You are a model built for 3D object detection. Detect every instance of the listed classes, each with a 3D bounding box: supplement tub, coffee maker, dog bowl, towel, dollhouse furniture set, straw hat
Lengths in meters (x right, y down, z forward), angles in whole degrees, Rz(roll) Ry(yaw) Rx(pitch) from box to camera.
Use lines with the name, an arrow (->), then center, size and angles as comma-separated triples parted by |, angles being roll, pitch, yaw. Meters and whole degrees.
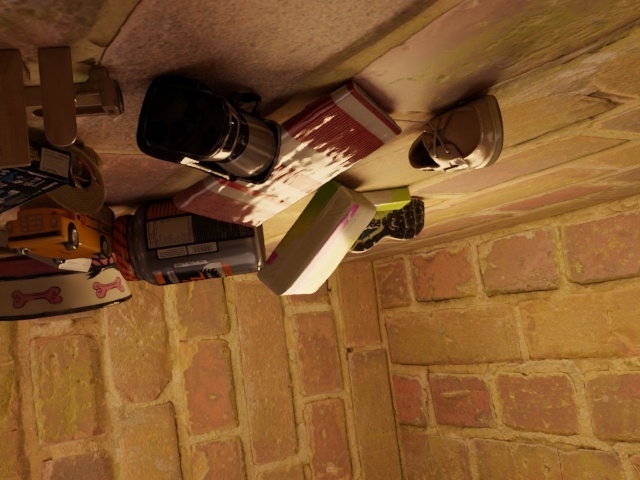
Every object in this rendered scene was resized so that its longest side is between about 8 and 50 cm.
supplement tub -> -0.291, -0.003, 1.480 | 0.316, 0.193, 0.193 | -8, 173, 1
coffee maker -> -0.161, -0.137, 0.864 | 0.171, 0.120, 0.178 | -10, 172, 19
dog bowl -> -0.738, 0.110, 1.806 | 0.408, 0.150, 0.408 | -5, -175, 0
towel -> -0.046, -0.127, 1.045 | 0.329, 0.037, 0.237 | -31, 163, 17
dollhouse furniture set -> -0.302, -0.129, 0.746 | 0.144, 0.123, 0.151 | -7, 173, -11
straw hat -> -0.373, -0.113, 1.015 | 0.144, 0.144, 0.061 | -13, -149, 36

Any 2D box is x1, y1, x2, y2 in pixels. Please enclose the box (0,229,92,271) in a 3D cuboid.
box -> -0.671, 0.026, 1.576 | 0.186, 0.038, 0.145 | 21, 177, 9

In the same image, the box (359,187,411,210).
box -> 0.145, -0.104, 1.775 | 0.178, 0.042, 0.109 | -7, 172, -9

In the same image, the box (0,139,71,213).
box -> -0.498, -0.099, 0.943 | 0.220, 0.051, 0.175 | -14, 161, 37

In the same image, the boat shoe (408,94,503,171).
boat shoe -> 0.225, -0.169, 1.121 | 0.098, 0.109, 0.302 | -9, 178, -7

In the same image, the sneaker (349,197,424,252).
sneaker -> 0.168, -0.062, 1.925 | 0.330, 0.130, 0.147 | -13, -158, -29

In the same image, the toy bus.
toy bus -> -0.503, -0.027, 1.299 | 0.108, 0.130, 0.333 | -7, 173, -1

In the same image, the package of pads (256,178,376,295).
package of pads -> 0.000, 0.000, 1.603 | 0.296, 0.101, 0.229 | -52, 163, 10
